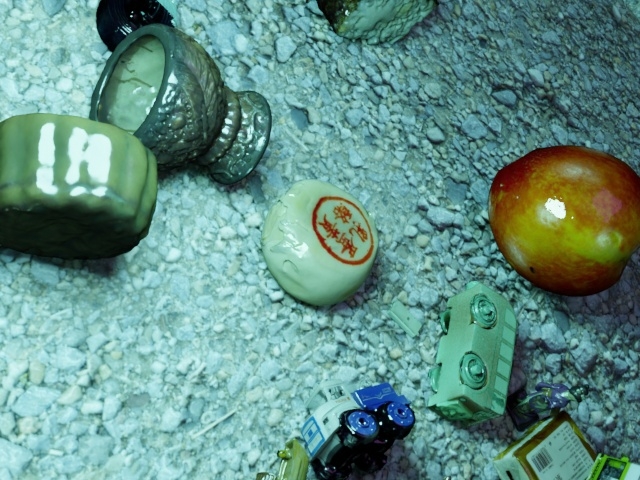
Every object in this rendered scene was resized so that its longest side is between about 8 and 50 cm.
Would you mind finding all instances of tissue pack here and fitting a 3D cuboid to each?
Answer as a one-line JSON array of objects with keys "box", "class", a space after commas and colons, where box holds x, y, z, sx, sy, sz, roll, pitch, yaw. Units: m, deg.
[{"box": [0.500, 0.495, 2.065, 0.226, 0.092, 0.183, -25, 84, -44], "class": "tissue pack"}]

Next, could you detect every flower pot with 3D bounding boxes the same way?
[{"box": [-0.248, -0.231, 1.770, 0.267, 0.266, 0.267, 23, 54, -41], "class": "flower pot"}]

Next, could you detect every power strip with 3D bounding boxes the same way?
[{"box": [0.180, 0.168, 2.041, 0.090, 0.016, 0.040, 46, 48, -8], "class": "power strip"}]

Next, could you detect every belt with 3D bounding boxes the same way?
[{"box": [-0.363, -0.456, 1.910, 0.151, 0.078, 0.198, 22, 54, -26], "class": "belt"}]

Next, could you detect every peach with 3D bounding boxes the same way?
[{"box": [0.578, -0.056, 2.248, 0.388, 0.388, 0.388, 18, 57, -30], "class": "peach"}]

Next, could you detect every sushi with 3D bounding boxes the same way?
[{"box": [0.117, -0.584, 2.298, 0.343, 0.196, 0.182, -9, 54, -46], "class": "sushi"}]

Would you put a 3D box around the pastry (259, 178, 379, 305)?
[{"box": [-0.001, 0.001, 1.914, 0.264, 0.133, 0.265, 17, 56, -26], "class": "pastry"}]

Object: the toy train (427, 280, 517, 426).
[{"box": [0.331, 0.240, 2.046, 0.159, 0.129, 0.326, 35, 50, -23], "class": "toy train"}]

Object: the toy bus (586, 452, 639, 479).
[{"box": [0.676, 0.593, 2.056, 0.113, 0.139, 0.302, -52, 128, -30], "class": "toy bus"}]

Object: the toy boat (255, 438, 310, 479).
[{"box": [-0.080, 0.447, 1.653, 0.088, 0.068, 0.226, 29, 52, -16], "class": "toy boat"}]

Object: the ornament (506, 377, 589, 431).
[{"box": [0.492, 0.347, 2.070, 0.081, 0.203, 0.088, -23, 84, -35], "class": "ornament"}]

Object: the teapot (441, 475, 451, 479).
[{"box": [0.204, 0.520, 1.808, 0.116, 0.116, 0.173, 43, 49, -12], "class": "teapot"}]

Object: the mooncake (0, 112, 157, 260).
[{"box": [-0.405, -0.073, 1.534, 0.290, 0.290, 0.161, 16, 62, -31], "class": "mooncake"}]

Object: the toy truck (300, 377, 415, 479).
[{"box": [0.059, 0.333, 1.783, 0.213, 0.161, 0.177, -6, 51, -39], "class": "toy truck"}]
